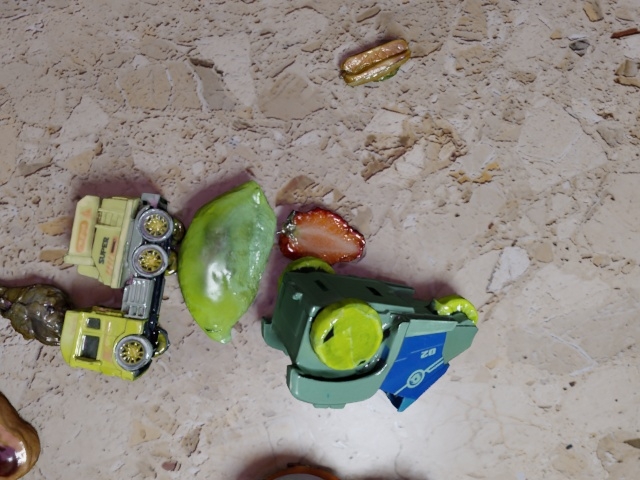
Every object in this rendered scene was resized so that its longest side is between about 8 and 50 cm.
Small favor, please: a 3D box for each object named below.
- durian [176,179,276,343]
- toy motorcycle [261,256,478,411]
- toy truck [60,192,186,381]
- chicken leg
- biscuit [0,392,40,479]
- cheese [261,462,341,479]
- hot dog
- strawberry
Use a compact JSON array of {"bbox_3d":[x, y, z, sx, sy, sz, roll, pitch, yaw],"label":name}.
[{"bbox_3d":[-0.149,0.024,0.760,0.139,0.101,0.250,23,76,-7],"label":"durian"},{"bbox_3d":[0.084,0.158,0.740,0.327,0.191,0.199,13,102,-24],"label":"toy motorcycle"},{"bbox_3d":[-0.304,0.061,0.737,0.157,0.124,0.272,9,85,-4],"label":"toy truck"},{"bbox_3d":[-0.468,0.098,0.758,0.198,0.069,0.084,19,109,4],"label":"chicken leg"},{"bbox_3d":[-0.647,0.402,0.722,0.350,0.078,0.455,20,85,1],"label":"biscuit"},{"bbox_3d":[0.014,0.427,0.704,0.330,0.217,0.129,0,126,7],"label":"cheese"},{"bbox_3d":[0.095,-0.300,0.837,0.133,0.041,0.056,-20,88,2],"label":"hot dog"},{"bbox_3d":[-0.001,0.001,0.805,0.152,0.048,0.103,18,78,-19],"label":"strawberry"}]
